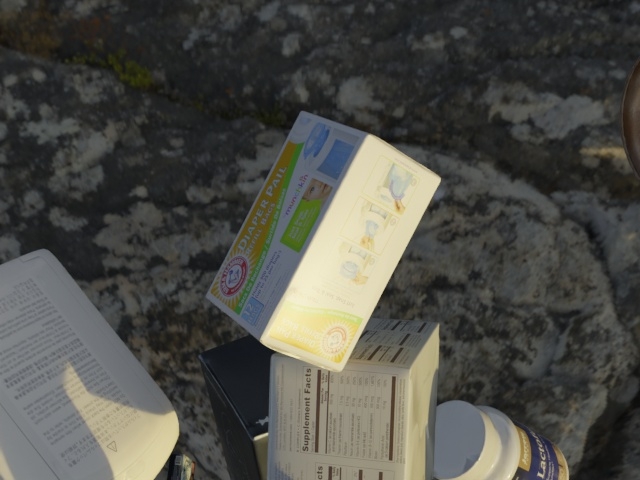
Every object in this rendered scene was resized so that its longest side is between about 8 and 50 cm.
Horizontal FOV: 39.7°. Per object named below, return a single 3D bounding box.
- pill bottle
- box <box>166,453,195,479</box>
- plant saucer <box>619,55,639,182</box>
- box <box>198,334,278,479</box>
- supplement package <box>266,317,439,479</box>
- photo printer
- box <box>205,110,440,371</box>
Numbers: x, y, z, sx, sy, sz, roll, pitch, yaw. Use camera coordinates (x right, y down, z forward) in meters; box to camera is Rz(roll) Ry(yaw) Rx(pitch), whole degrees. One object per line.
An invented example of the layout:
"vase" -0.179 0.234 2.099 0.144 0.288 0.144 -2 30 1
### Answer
"pill bottle" 0.278 0.356 1.434 0.153 0.264 0.153 -23 52 32
"box" -0.243 0.439 1.510 0.027 0.094 0.137 2 67 6
"plant saucer" 0.551 -0.152 1.176 0.050 0.311 0.311 -28 68 -39
"box" -0.052 0.402 1.664 0.211 0.396 0.293 -19 30 -18
"supplement package" 0.045 0.206 0.989 0.145 0.262 0.204 3 95 14
"photo printer" -0.315 0.178 0.984 0.307 0.107 0.256 50 33 4
"box" 0.000 0.000 0.820 0.114 0.103 0.203 28 91 52
